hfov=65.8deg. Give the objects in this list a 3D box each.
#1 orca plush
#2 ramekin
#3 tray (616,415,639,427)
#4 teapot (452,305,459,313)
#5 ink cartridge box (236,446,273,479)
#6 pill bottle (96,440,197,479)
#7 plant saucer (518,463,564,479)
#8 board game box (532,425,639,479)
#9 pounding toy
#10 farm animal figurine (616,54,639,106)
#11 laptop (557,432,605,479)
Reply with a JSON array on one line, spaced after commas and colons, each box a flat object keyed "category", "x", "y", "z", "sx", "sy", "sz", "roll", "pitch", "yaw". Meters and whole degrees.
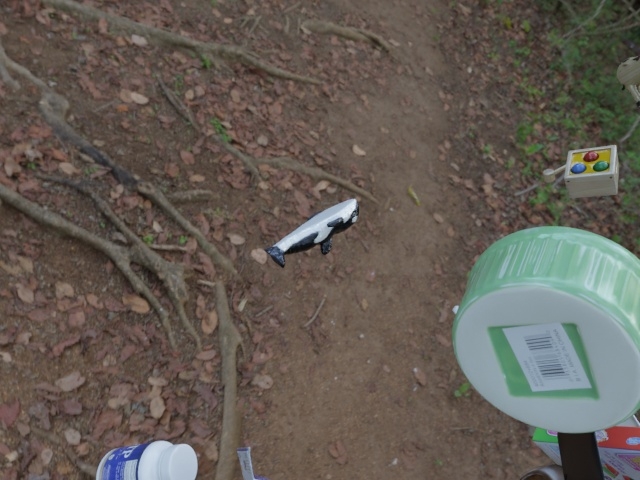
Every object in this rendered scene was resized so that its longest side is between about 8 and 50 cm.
[{"category": "orca plush", "x": 0.000, "y": 0.000, "z": 1.303, "sx": 0.287, "sy": 0.151, "sz": 0.102, "roll": -38, "pitch": 112, "yaw": -36}, {"category": "ramekin", "x": 0.355, "y": 0.145, "z": 0.766, "sx": 0.303, "sy": 0.303, "sz": 0.148, "roll": 44, "pitch": 42, "yaw": 7}, {"category": "tray", "x": 0.854, "y": 0.498, "z": 1.487, "sx": 0.030, "sy": 0.145, "sz": 0.271, "roll": 2, "pitch": 51, "yaw": -29}, {"category": "teapot", "x": 0.589, "y": 0.341, "z": 1.687, "sx": 0.187, "sy": 0.255, "sz": 0.253, "roll": 31, "pitch": 56, "yaw": -45}, {"category": "ink cartridge box", "x": -0.104, "y": 0.484, "z": 0.885, "sx": 0.045, "sy": 0.223, "sz": 0.224, "roll": -6, "pitch": 70, "yaw": -17}, {"category": "pill bottle", "x": -0.352, "y": 0.474, "z": 1.015, "sx": 0.112, "sy": 0.186, "sz": 0.112, "roll": 50, "pitch": 31, "yaw": -45}, {"category": "plant saucer", "x": 0.560, "y": 0.728, "z": 1.285, "sx": 0.050, "sy": 0.311, "sz": 0.311, "roll": 27, "pitch": 49, "yaw": -1}, {"category": "board game box", "x": 0.767, "y": 0.581, "z": 1.296, "sx": 0.242, "sy": 0.316, "sz": 0.064, "roll": 44, "pitch": 59, "yaw": -11}, {"category": "pounding toy", "x": 0.773, "y": -0.223, "z": 1.486, "sx": 0.094, "sy": 0.205, "sz": 0.181, "roll": 56, "pitch": 47, "yaw": -35}, {"category": "farm animal figurine", "x": 0.801, "y": -0.427, "z": 1.007, "sx": 0.326, "sy": 0.330, "sz": 0.172, "roll": -18, "pitch": 87, "yaw": -68}, {"category": "laptop", "x": 0.640, "y": 0.525, "z": 1.075, "sx": 0.264, "sy": 0.234, "sz": 0.136, "roll": 34, "pitch": 66, "yaw": 27}]
